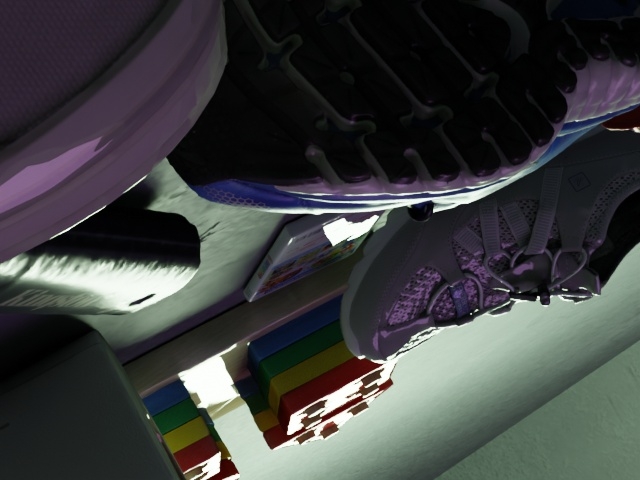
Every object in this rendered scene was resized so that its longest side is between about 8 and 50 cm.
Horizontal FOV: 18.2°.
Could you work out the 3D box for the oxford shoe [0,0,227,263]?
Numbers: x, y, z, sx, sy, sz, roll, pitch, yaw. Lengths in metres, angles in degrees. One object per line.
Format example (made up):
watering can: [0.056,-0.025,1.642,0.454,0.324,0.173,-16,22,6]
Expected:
oxford shoe: [-0.244,-0.012,0.466,0.449,0.169,0.130,-23,127,5]

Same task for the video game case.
video game case: [0.000,0.000,1.319,0.087,0.011,0.122,-25,167,-23]

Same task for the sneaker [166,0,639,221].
sneaker: [0.044,-0.058,0.911,0.330,0.129,0.147,-16,159,-49]

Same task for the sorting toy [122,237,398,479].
sorting toy: [-0.058,0.124,1.502,0.257,0.089,0.255,-28,168,-11]

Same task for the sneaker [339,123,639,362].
sneaker: [0.140,0.002,1.351,0.281,0.115,0.105,-34,145,-5]

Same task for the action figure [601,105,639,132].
action figure: [0.271,-0.112,1.275,0.139,0.091,0.280,-17,173,21]

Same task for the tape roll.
tape roll: [-0.151,0.198,1.220,0.169,0.246,0.246,-28,168,-5]

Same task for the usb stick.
usb stick: [-0.136,0.009,0.954,0.077,0.045,0.278,-34,168,15]
